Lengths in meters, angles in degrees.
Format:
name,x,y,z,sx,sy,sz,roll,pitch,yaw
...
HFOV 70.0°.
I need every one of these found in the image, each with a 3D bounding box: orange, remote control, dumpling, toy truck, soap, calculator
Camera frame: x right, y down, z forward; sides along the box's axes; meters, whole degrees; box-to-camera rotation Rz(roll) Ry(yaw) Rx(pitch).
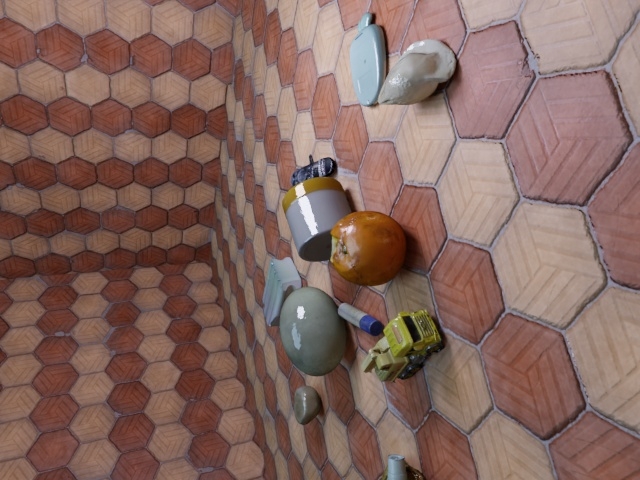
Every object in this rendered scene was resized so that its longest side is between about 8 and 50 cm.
name,x,y,z,sx,sy,sz,roll,pitch,yaw
orange,0.142,0.025,1.391,0.240,0.240,0.239,176,90,-66
remote control,-0.022,-0.273,1.866,0.266,0.066,0.090,-13,80,50
dumpling,0.244,-0.446,1.219,0.216,0.126,0.166,144,134,-65
toy truck,0.224,0.318,1.337,0.272,0.157,0.124,114,144,-47
soap,-0.201,0.279,2.310,0.208,0.115,0.346,-118,33,-43
calculator,0.151,-0.584,1.482,0.184,0.042,0.294,171,93,-65

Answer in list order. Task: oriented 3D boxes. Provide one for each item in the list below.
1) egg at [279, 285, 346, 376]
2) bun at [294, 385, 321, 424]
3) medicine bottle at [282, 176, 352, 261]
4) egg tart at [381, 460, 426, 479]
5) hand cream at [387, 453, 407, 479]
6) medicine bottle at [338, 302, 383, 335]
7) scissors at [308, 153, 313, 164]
name,x,y,z,sx,sy,sz,roll,pitch,yaw
egg,-0.030,0.348,1.775,0.258,0.259,0.351,-55,48,54
bun,-0.053,0.744,2.072,0.173,0.114,0.166,129,139,-58
medicine bottle,0.001,-0.072,1.664,0.238,0.238,0.231,122,136,-53
egg tart,0.276,0.810,1.395,0.279,0.095,0.278,-178,90,-65
hand cream,0.232,0.802,1.328,0.085,0.058,0.330,-8,81,36
medicine bottle,0.139,0.279,1.635,0.231,0.059,0.059,-161,69,-64
scissors,-0.014,-0.231,1.930,0.160,0.024,0.317,128,135,-59
